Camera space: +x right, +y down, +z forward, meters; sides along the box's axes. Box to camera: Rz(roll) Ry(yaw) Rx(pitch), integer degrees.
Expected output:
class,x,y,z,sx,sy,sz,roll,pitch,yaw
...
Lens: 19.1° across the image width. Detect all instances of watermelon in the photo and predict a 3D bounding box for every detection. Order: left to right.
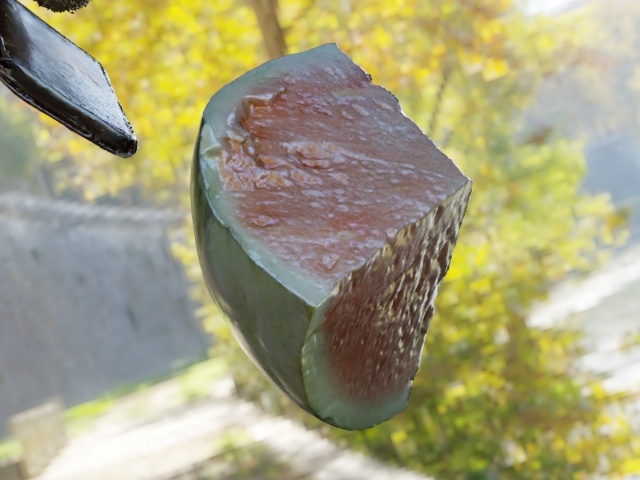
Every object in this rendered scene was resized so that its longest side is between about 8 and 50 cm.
class,x,y,z,sx,sy,sz,roll,pitch,yaw
watermelon,0.000,0.000,1.227,0.176,0.256,0.260,-25,-1,41

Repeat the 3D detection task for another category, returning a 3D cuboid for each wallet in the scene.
class,x,y,z,sx,sy,sz,roll,pitch,yaw
wallet,-0.200,-0.125,1.419,0.031,0.122,0.232,-52,21,9

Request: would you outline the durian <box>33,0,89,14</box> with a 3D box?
class,x,y,z,sx,sy,sz,roll,pitch,yaw
durian,-0.236,-0.250,1.789,0.091,0.080,0.080,21,-22,-26
